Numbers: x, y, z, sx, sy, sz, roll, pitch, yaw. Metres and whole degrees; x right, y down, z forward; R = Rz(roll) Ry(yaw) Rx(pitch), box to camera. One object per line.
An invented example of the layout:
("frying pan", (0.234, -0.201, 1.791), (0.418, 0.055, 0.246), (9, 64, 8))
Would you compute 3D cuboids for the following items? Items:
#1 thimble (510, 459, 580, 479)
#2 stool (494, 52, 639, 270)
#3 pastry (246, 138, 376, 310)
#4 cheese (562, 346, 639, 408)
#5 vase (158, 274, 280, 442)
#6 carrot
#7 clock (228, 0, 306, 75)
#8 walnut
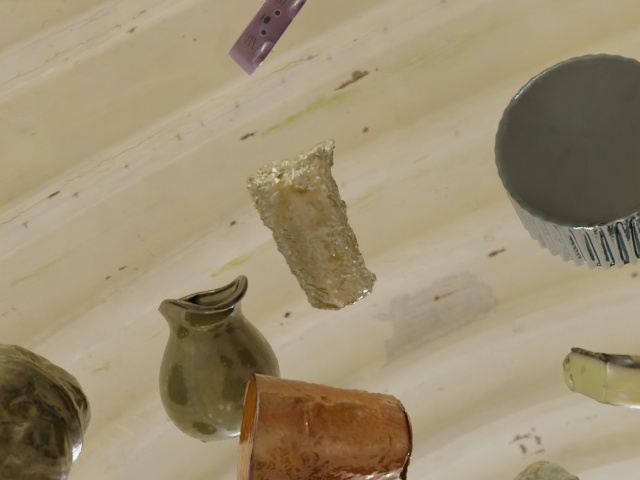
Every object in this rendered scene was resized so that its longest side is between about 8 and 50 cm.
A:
("thimble", (0.370, 0.493, 0.946), (0.195, 0.291, 0.292), (-38, -65, -7))
("stool", (0.433, -0.115, 1.014), (0.330, 0.297, 0.298), (18, -105, -63))
("pastry", (-0.006, -0.001, 0.843), (0.089, 0.121, 0.259), (-70, -32, -51))
("cheese", (0.405, 0.154, 0.701), (0.251, 0.127, 0.054), (5, -93, -3))
("vase", (-0.232, 0.219, 1.316), (0.240, 0.329, 0.303), (-18, -76, -25))
("carrot", (0.007, 0.303, 0.956), (0.254, 0.196, 0.196), (7, -98, -15))
("clock", (-0.082, -0.334, 1.001), (0.050, 0.110, 0.153), (35, -87, -15))
("walnut", (-0.550, 0.327, 1.120), (0.277, 0.282, 0.253), (41, -101, -17))
